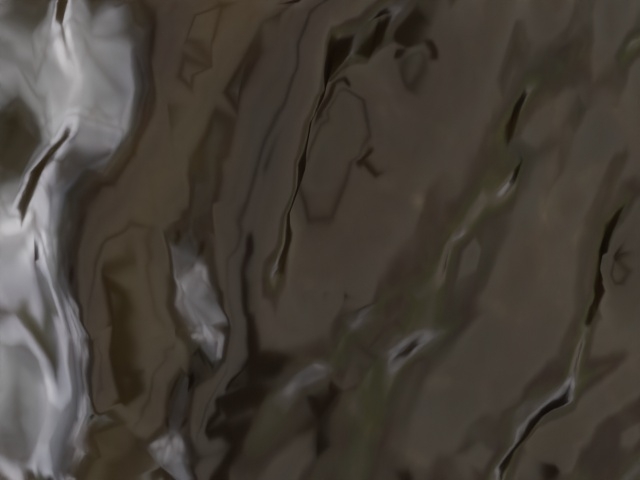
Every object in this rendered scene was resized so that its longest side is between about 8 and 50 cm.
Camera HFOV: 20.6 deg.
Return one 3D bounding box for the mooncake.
[{"bbox_3d":[-0.001,-0.001,0.560,0.324,0.187,0.324,-23,-59,-45],"label":"mooncake"}]
